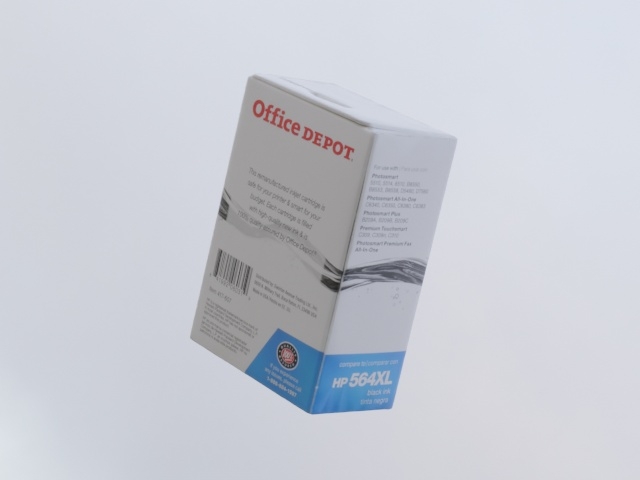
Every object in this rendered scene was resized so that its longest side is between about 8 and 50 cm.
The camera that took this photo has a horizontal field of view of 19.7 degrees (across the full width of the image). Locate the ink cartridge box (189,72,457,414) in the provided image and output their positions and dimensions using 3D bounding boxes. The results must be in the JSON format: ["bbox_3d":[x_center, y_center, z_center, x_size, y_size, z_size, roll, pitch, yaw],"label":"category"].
[{"bbox_3d":[0.000,0.000,1.289,0.148,0.086,0.203,29,-70,47],"label":"ink cartridge box"}]
